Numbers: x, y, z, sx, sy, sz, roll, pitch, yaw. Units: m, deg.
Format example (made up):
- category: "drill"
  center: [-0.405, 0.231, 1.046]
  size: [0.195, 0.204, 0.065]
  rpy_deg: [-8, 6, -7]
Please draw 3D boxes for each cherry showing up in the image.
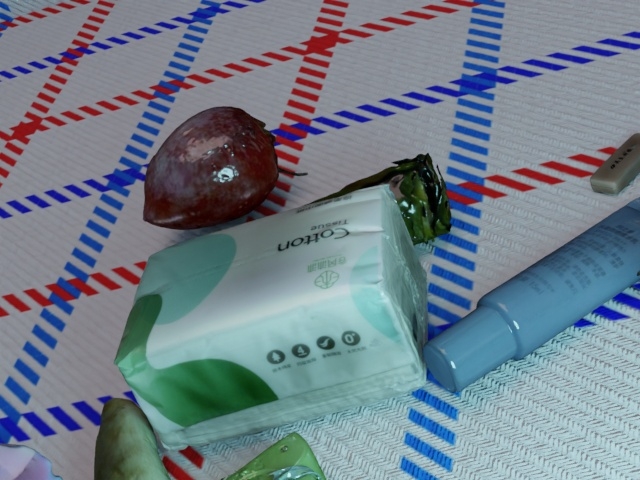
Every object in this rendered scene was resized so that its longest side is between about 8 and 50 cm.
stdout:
- category: "cherry"
  center: [-0.176, -0.102, 2.204]
  size: [0.250, 0.175, 0.192]
  rpy_deg: [-36, 43, -14]

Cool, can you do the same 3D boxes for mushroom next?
- category: "mushroom"
  center: [-0.226, 0.294, 1.682]
  size: [0.107, 0.087, 0.333]
  rpy_deg: [-53, 24, 5]

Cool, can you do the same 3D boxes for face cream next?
- category: "face cream"
  center: [0.292, 0.057, 1.688]
  size: [0.385, 0.086, 0.135]
  rpy_deg: [-31, 32, -20]

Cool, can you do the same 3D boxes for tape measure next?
- category: "tape measure"
  center: [-0.061, 0.304, 1.546]
  size: [0.177, 0.087, 0.154]
  rpy_deg: [-35, 32, -12]

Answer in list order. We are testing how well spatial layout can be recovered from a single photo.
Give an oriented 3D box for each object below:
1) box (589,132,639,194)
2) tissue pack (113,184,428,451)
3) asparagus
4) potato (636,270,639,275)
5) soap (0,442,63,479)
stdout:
- category: "box"
  center: [0.415, -0.105, 1.908]
  size: [0.115, 0.025, 0.048]
  rpy_deg: [-41, 32, -26]
- category: "tissue pack"
  center: [-0.055, 0.095, 1.768]
  size: [0.356, 0.194, 0.266]
  rpy_deg: [-17, 29, 14]
- category: "asparagus"
  center: [0.000, 0.000, 1.963]
  size: [0.382, 0.108, 0.128]
  rpy_deg: [-23, 66, 6]
- category: "potato"
  center: [0.487, 0.041, 1.479]
  size: [0.246, 0.196, 0.300]
  rpy_deg: [-34, 0, 10]
- category: "soap"
  center: [-0.464, 0.308, 1.736]
  size: [0.324, 0.193, 0.109]
  rpy_deg: [-1, 39, 35]
